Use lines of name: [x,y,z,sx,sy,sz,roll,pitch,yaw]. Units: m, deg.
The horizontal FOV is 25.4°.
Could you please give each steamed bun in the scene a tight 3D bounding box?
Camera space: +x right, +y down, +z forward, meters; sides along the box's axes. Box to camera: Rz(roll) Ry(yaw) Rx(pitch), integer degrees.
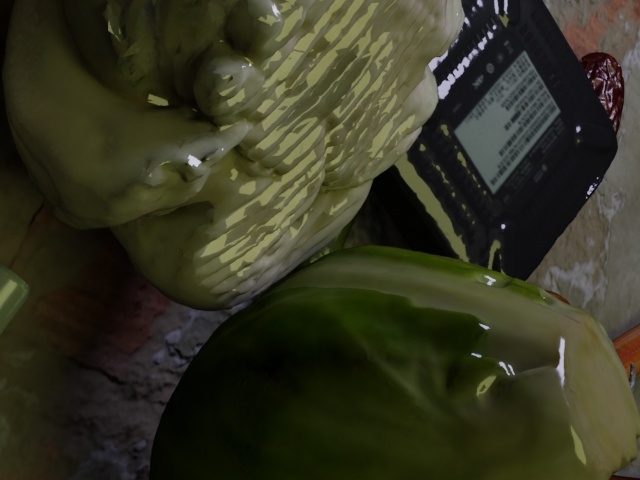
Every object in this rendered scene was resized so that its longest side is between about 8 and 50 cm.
steamed bun: [-0.082,-0.143,1.054,0.339,0.247,0.352,-53,153,3]

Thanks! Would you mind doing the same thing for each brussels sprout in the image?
brussels sprout: [0.045,0.158,1.076,0.276,0.371,0.314,1,59,-64]

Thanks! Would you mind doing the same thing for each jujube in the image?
jujube: [0.294,-0.145,1.553,0.077,0.077,0.129,39,63,-45]

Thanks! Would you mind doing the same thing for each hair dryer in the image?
hair dryer: [-0.284,0.030,1.040,0.137,0.047,0.082,47,67,-35]

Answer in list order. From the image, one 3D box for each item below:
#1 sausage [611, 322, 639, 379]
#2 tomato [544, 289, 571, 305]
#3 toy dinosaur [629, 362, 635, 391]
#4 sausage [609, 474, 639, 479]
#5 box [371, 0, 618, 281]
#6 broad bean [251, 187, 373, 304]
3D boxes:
sausage: [0.338,0.159,1.701,0.348,0.053,0.053,-24,118,-39]
tomato: [0.247,0.098,1.575,0.087,0.075,0.087,-12,107,-45]
toy dinosaur: [0.332,0.225,1.685,0.082,0.039,0.209,-15,140,-36]
sausage: [0.365,0.334,1.740,0.348,0.094,0.097,17,68,-52]
box: [0.157,-0.115,1.373,0.290,0.073,0.289,-48,116,-32]
broad bean: [0.000,0.000,1.315,0.256,0.052,0.053,-61,177,-17]
